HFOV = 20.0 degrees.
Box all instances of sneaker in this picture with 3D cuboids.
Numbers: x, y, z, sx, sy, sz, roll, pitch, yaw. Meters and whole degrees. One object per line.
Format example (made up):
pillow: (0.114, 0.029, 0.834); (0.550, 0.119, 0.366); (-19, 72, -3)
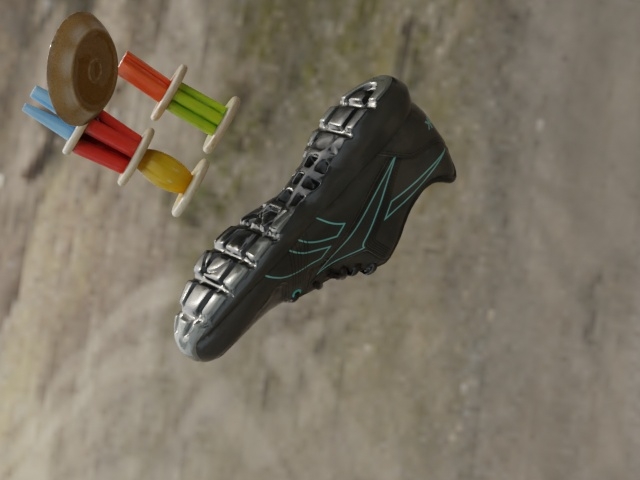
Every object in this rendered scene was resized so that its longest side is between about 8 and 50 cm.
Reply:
sneaker: (0.000, 0.000, 1.383); (0.267, 0.106, 0.101); (-48, 23, -8)

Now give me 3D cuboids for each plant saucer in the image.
plant saucer: (-0.168, -0.123, 1.310); (0.083, 0.015, 0.083); (-25, -62, -60)

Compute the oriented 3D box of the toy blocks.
toy blocks: (-0.151, -0.103, 1.439); (0.054, 0.148, 0.123); (-45, 18, 53)
